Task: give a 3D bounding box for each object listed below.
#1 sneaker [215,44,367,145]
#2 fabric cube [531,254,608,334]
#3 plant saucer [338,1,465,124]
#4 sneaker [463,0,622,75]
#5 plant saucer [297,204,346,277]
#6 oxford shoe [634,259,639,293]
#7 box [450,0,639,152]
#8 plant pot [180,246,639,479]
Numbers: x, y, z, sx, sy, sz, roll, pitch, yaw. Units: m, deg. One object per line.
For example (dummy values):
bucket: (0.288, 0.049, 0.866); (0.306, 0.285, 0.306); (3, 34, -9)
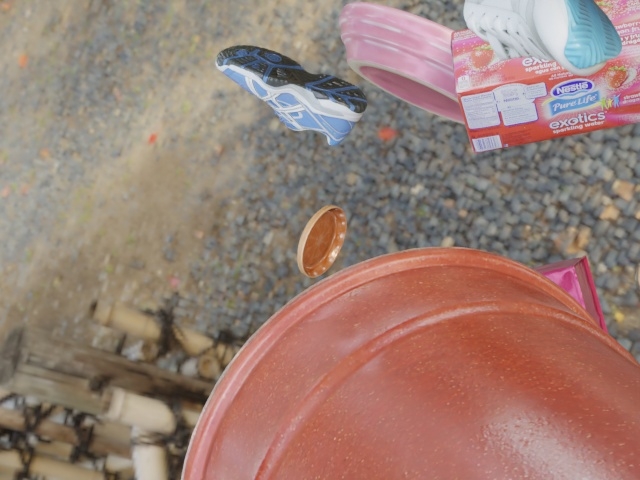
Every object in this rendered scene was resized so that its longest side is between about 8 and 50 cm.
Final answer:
sneaker: (-0.047, -0.194, 1.434); (0.080, 0.211, 0.081); (-63, -2, -52)
fabric cube: (0.409, 0.189, 2.059); (0.258, 0.254, 0.259); (-16, 87, 18)
plant saucer: (0.172, -0.264, 1.680); (0.332, 0.332, 0.084); (25, 92, 56)
sneaker: (0.177, -0.184, 0.886); (0.092, 0.087, 0.229); (-39, 25, 18)
plant saucer: (0.000, 0.000, 1.171); (0.013, 0.083, 0.083); (25, 93, 29)
oxford shoe: (0.401, 0.033, 0.995); (0.076, 0.212, 0.076); (135, 137, -80)
box: (0.312, -0.221, 1.424); (0.257, 0.128, 0.122); (-10, 51, 15)
plant pot: (0.098, 0.161, 0.466); (0.272, 0.272, 0.265); (-67, 22, 3)
